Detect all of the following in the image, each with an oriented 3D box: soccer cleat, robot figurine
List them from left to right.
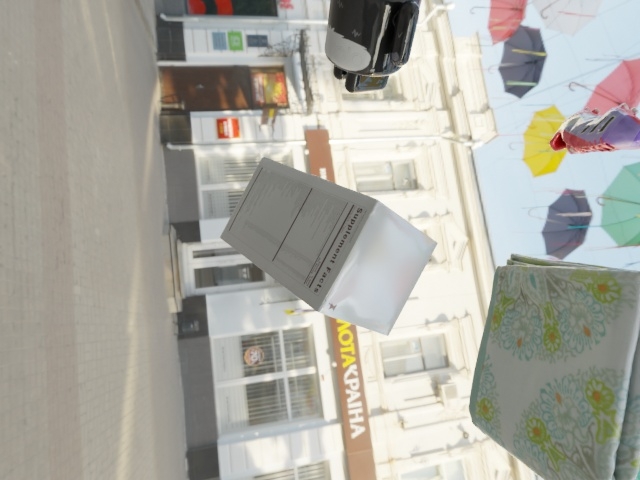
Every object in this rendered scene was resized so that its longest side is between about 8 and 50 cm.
[{"bbox_3d":[0.104,-0.435,0.837,0.173,0.209,0.278,-54,162,-41],"label":"robot figurine"},{"bbox_3d":[0.490,-0.183,0.761,0.095,0.083,0.248,-45,-173,19],"label":"soccer cleat"}]

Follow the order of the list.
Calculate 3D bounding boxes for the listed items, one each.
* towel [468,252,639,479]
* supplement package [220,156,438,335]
[{"bbox_3d":[0.400,0.216,0.752,0.320,0.090,0.374,-171,-90,-78],"label":"towel"},{"bbox_3d":[0.000,0.000,0.566,0.244,0.134,0.139,30,-88,48],"label":"supplement package"}]
